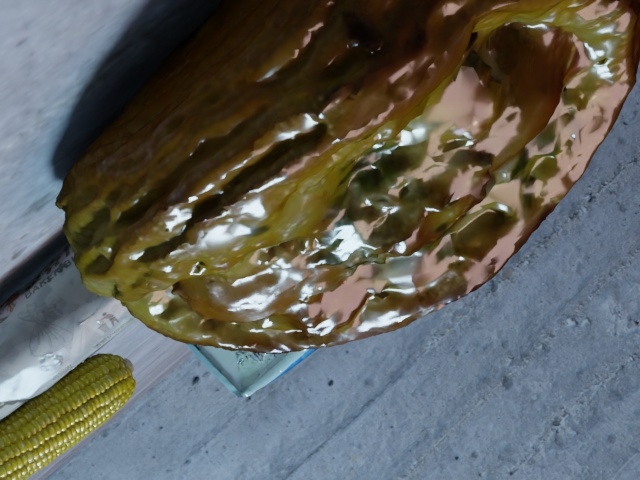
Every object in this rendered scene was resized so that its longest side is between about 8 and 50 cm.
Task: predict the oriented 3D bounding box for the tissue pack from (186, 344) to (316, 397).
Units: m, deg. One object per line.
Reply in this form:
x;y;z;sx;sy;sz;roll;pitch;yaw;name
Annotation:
0.000;0.000;0.872;0.198;0.146;0.263;-43;176;33;tissue pack

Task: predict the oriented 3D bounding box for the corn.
-0.263;0.178;0.918;0.206;0.067;0.067;-39;177;-41;corn

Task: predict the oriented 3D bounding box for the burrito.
-0.138;0.038;0.510;0.203;0.064;0.064;-40;177;-2;burrito

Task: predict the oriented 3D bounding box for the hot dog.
0.011;-0.044;0.399;0.272;0.122;0.196;-41;143;12;hot dog
